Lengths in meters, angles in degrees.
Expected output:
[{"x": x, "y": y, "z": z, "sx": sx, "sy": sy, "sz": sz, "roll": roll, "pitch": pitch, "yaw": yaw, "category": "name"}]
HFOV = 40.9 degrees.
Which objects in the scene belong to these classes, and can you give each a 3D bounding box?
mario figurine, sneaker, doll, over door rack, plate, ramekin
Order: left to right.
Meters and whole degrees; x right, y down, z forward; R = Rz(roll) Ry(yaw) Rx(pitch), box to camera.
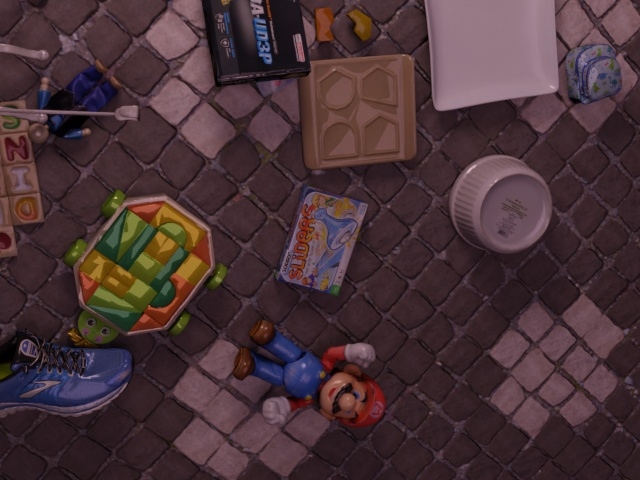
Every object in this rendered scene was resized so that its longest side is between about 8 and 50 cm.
[{"x": -0.514, "y": 0.245, "z": 1.597, "sx": 0.330, "sy": 0.130, "sz": 0.147, "roll": -6, "pitch": 134, "yaw": -14, "category": "sneaker"}, {"x": -0.450, "y": -0.321, "z": 1.467, "sx": 0.324, "sy": 0.108, "sz": 0.240, "roll": 2, "pitch": 93, "yaw": 6, "category": "over door rack"}, {"x": -0.454, "y": -0.245, "z": 1.551, "sx": 0.189, "sy": 0.046, "sz": 0.129, "roll": -41, "pitch": 110, "yaw": 2, "category": "doll"}, {"x": -0.007, "y": 0.285, "z": 1.736, "sx": 0.320, "sy": 0.170, "sz": 0.198, "roll": 27, "pitch": 131, "yaw": -12, "category": "mario figurine"}, {"x": 0.338, "y": -0.415, "z": 1.716, "sx": 0.278, "sy": 0.045, "sz": 0.277, "roll": -11, "pitch": 107, "yaw": -12, "category": "plate"}, {"x": 0.382, "y": -0.069, "z": 1.783, "sx": 0.207, "sy": 0.109, "sz": 0.207, "roll": -4, "pitch": 105, "yaw": -14, "category": "ramekin"}]

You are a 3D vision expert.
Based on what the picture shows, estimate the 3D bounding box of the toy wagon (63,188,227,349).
[{"x": -0.357, "y": 0.079, "z": 1.649, "sx": 0.267, "sy": 0.068, "sz": 0.344, "roll": 37, "pitch": 92, "yaw": -20, "category": "toy wagon"}]

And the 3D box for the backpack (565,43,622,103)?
[{"x": 0.566, "y": -0.347, "z": 1.773, "sx": 0.105, "sy": 0.084, "sz": 0.114, "roll": -18, "pitch": 105, "yaw": -12, "category": "backpack"}]

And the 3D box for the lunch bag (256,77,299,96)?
[{"x": -0.091, "y": -0.321, "z": 1.624, "sx": 0.083, "sy": 0.053, "sz": 0.071, "roll": -34, "pitch": 110, "yaw": -16, "category": "lunch bag"}]

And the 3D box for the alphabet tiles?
[{"x": -0.661, "y": -0.124, "z": 1.547, "sx": 0.285, "sy": 0.011, "sz": 0.343, "roll": -8, "pitch": 106, "yaw": -13, "category": "alphabet tiles"}]

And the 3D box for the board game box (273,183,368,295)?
[{"x": 0.000, "y": 0.000, "z": 1.739, "sx": 0.136, "sy": 0.035, "sz": 0.201, "roll": 14, "pitch": 100, "yaw": -18, "category": "board game box"}]

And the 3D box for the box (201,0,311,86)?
[{"x": -0.121, "y": -0.399, "z": 1.564, "sx": 0.175, "sy": 0.051, "sz": 0.220, "roll": -8, "pitch": 88, "yaw": -12, "category": "box"}]

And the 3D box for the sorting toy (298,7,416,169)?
[{"x": 0.070, "y": -0.300, "z": 1.682, "sx": 0.229, "sy": 0.041, "sz": 0.307, "roll": -6, "pitch": 105, "yaw": -9, "category": "sorting toy"}]
